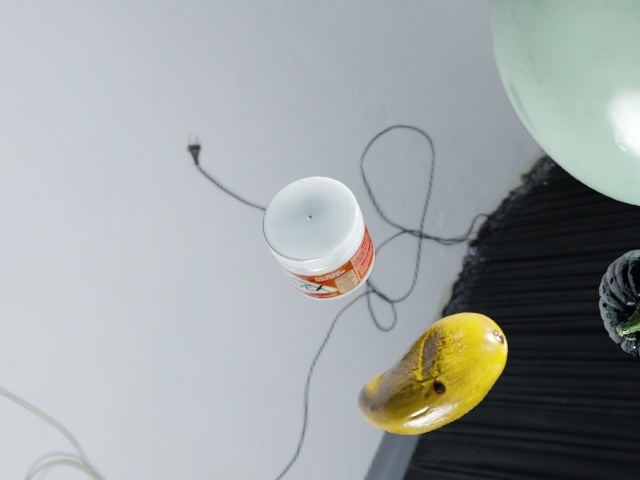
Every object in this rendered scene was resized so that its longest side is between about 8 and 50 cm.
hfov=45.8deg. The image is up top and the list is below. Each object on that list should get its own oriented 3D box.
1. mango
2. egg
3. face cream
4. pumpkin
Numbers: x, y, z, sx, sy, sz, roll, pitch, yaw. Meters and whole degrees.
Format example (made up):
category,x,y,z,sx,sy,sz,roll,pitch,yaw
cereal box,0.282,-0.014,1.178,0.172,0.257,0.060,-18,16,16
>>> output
category,x,y,z,sx,sy,sz,roll,pitch,yaw
mango,0.198,0.242,1.318,0.120,0.295,0.177,38,22,-25
egg,0.344,-0.205,0.833,0.389,0.276,0.276,45,58,-20
face cream,0.000,0.000,1.562,0.187,0.201,0.201,64,43,-57
pumpkin,0.530,0.103,1.177,0.150,0.194,0.194,-16,95,-67
